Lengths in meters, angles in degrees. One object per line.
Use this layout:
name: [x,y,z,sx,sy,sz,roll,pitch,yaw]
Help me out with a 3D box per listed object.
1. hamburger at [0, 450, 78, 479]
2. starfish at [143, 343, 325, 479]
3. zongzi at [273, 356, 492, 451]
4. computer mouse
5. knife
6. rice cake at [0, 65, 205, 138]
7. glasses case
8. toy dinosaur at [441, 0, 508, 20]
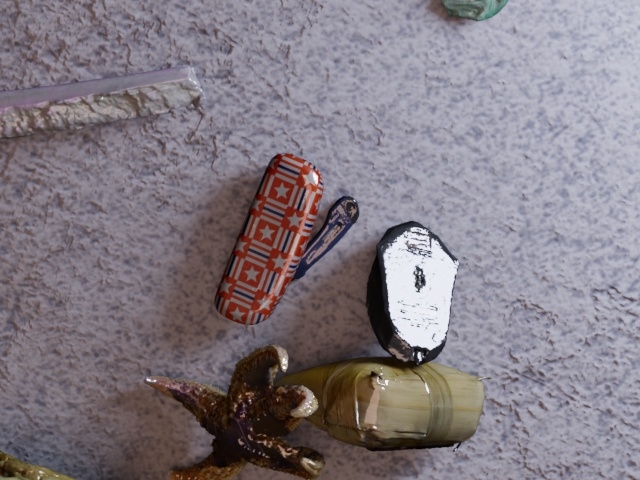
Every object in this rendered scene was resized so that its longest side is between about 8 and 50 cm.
hamburger: [-0.305,0.309,1.333,0.206,0.183,0.130,24,70,-3]
starfish: [-0.091,0.200,1.355,0.216,0.071,0.238,48,121,19]
zongzi: [0.062,0.176,1.376,0.194,0.197,0.099,8,86,-36]
computer mouse: [0.095,0.060,1.345,0.099,0.057,0.172,13,62,-20]
knife: [0.000,0.000,1.376,0.031,0.018,0.121,41,97,-12]
rice cake: [-0.258,-0.150,1.340,0.270,0.055,0.049,-7,118,3]
glasses case: [-0.052,0.001,1.359,0.073,0.049,0.194,24,98,9]
toy dinosaur: [0.279,-0.369,1.285,0.383,0.076,0.129,-31,129,11]
